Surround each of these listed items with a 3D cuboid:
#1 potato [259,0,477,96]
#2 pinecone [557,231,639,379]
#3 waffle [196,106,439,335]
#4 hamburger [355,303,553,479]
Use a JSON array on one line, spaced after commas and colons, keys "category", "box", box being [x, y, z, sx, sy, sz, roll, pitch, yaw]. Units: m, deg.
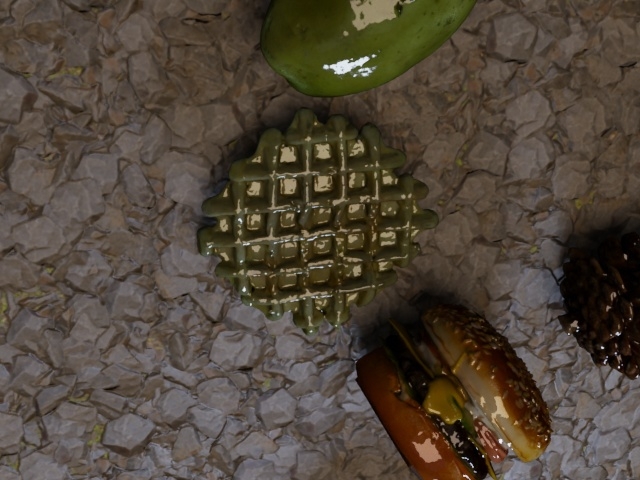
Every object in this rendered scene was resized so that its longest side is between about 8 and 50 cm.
[{"category": "potato", "box": [0.064, -0.307, 1.211, 0.304, 0.216, 0.216, -35, 115, 14]}, {"category": "pinecone", "box": [0.488, 0.093, 1.456, 0.272, 0.224, 0.224, -10, 114, -10]}, {"category": "waffle", "box": [-0.005, -0.021, 1.339, 0.309, 0.056, 0.292, -43, 113, 9]}, {"category": "hamburger", "box": [0.199, 0.229, 1.426, 0.225, 0.291, 0.291, -36, 114, 3]}]
